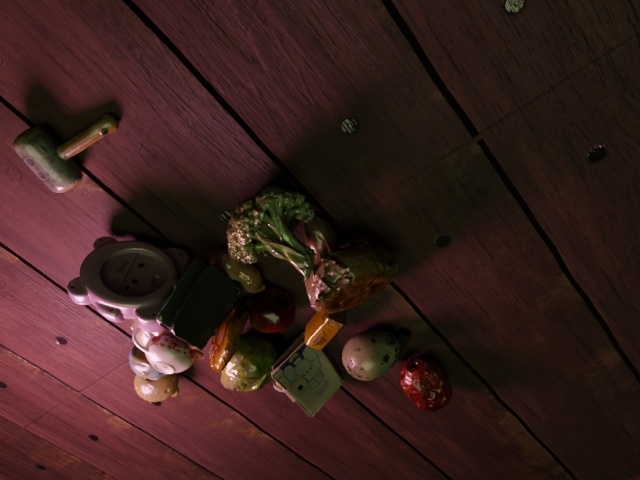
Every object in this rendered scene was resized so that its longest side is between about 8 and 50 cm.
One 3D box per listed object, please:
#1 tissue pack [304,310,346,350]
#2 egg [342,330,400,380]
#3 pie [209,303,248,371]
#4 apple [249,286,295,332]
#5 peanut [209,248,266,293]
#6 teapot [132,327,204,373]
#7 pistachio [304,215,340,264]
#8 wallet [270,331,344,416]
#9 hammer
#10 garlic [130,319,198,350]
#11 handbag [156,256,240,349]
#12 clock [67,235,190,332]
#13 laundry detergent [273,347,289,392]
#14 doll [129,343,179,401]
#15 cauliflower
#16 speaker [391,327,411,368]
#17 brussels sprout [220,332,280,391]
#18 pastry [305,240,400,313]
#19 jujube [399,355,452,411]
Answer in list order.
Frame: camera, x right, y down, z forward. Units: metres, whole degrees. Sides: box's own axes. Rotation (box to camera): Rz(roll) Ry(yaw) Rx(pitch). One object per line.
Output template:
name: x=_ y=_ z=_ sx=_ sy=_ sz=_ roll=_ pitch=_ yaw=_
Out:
tissue pack: x=0.016 y=0.303 z=1.695 sx=0.082 sy=0.120 sz=0.169 roll=27 pitch=124 yaw=-16
egg: x=0.190 y=0.421 z=1.734 sx=0.228 sy=0.177 sz=0.177 roll=-30 pitch=119 yaw=5
pie: x=-0.332 y=0.342 z=1.658 sx=0.069 sy=0.273 sz=0.273 roll=27 pitch=122 yaw=-16
apple: x=-0.178 y=0.261 z=1.669 sx=0.156 sy=0.146 sz=0.158 roll=16 pitch=128 yaw=-33
peanut: x=-0.277 y=0.108 z=1.602 sx=0.228 sy=0.085 sz=0.104 roll=38 pitch=139 yaw=-22
teapot: x=-0.505 y=0.365 z=1.523 sx=0.245 sy=0.116 sz=0.159 roll=43 pitch=144 yaw=-25
pistachio: x=0.000 y=0.000 z=1.500 sx=0.108 sy=0.126 sz=0.185 roll=-30 pitch=125 yaw=-26
wallet: x=-0.049 y=0.523 z=1.817 sx=0.223 sy=0.077 sz=0.309 roll=-41 pitch=124 yaw=-14
hammer: x=-0.718 y=-0.278 z=1.365 sx=0.306 sy=0.113 sz=0.201 roll=-25 pitch=123 yaw=10
garlic: x=-0.536 y=0.305 z=1.683 sx=0.286 sy=0.249 sz=0.313 roll=-29 pitch=109 yaw=21
handbag: x=-0.385 y=0.212 z=1.509 sx=0.079 sy=0.247 sz=0.260 roll=19 pitch=158 yaw=24
clock: x=-0.612 y=0.127 z=1.513 sx=0.323 sy=0.295 sz=0.113 roll=15 pitch=141 yaw=-4
laundry detergent: x=-0.142 y=0.522 z=1.891 sx=0.099 sy=0.070 sz=0.225 roll=11 pitch=124 yaw=8
doll: x=-0.670 y=0.536 z=1.885 sx=0.177 sy=0.161 sz=0.260 roll=3 pitch=123 yaw=0
cauliflower: x=-0.131 y=-0.034 z=1.408 sx=0.281 sy=0.260 sz=0.327 roll=23 pitch=157 yaw=-8
speaker: x=0.294 y=0.420 z=1.805 sx=0.046 sy=0.040 sz=0.191 roll=15 pitch=124 yaw=-9
brussels sprout: x=-0.274 y=0.471 z=1.789 sx=0.244 sy=0.244 sz=0.243 roll=2 pitch=125 yaw=3
pastry: x=0.092 y=0.124 z=1.497 sx=0.330 sy=0.136 sz=0.329 roll=-20 pitch=156 yaw=-10
jujube: x=0.412 y=0.564 z=1.821 sx=0.174 sy=0.174 sz=0.250 roll=-22 pitch=123 yaw=18
